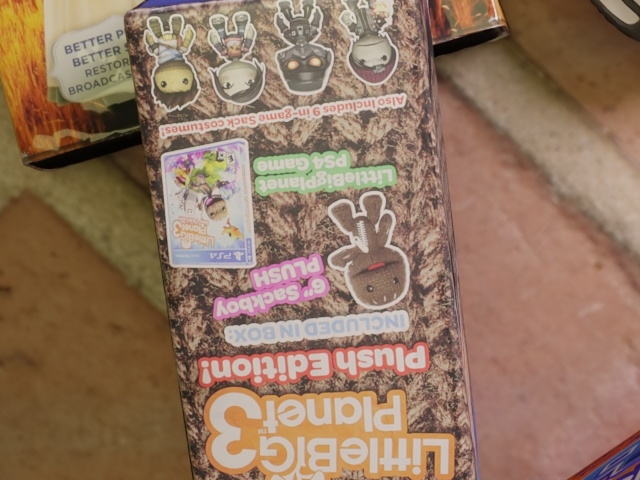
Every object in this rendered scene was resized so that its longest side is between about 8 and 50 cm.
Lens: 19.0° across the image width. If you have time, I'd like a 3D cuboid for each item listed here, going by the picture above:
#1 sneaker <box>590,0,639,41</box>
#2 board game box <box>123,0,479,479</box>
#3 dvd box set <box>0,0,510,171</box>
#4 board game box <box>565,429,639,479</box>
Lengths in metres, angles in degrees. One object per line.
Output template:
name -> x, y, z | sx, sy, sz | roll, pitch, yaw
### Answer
sneaker -> 0.213, -0.336, 1.015 | 0.169, 0.257, 0.447 | -5, 85, -22
board game box -> 0.000, 0.000, 1.025 | 0.141, 0.232, 0.291 | -6, 103, 5
dvd box set -> -0.086, -0.284, 1.171 | 0.308, 0.062, 0.420 | -15, 86, 7
board game box -> 0.222, 0.263, 0.861 | 0.356, 0.356, 0.356 | -38, 84, 21
